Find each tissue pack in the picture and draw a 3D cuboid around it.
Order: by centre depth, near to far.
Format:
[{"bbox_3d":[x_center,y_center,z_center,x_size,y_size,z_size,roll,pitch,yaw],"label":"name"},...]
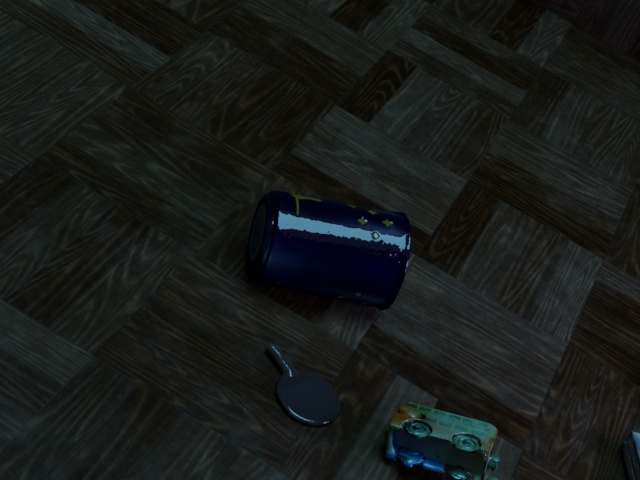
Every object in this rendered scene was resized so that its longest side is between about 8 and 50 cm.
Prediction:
[{"bbox_3d":[0.587,0.409,2.144,0.108,0.060,0.148,15,38,-12],"label":"tissue pack"}]

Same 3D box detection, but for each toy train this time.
[{"bbox_3d":[0.195,0.323,1.975,0.188,0.072,0.099,13,21,12],"label":"toy train"}]

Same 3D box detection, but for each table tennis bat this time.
[{"bbox_3d":[-0.018,0.200,1.998,0.107,0.119,0.170,-14,54,-41],"label":"table tennis bat"}]

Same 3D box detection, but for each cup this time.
[{"bbox_3d":[-0.002,0.020,2.230,0.256,0.255,0.178,12,77,-14],"label":"cup"}]

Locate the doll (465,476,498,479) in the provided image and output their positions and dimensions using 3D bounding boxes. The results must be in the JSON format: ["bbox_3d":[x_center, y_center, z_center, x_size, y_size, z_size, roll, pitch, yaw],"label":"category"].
[{"bbox_3d":[0.295,0.417,1.964,0.150,0.077,0.115,12,45,-34],"label":"doll"}]
